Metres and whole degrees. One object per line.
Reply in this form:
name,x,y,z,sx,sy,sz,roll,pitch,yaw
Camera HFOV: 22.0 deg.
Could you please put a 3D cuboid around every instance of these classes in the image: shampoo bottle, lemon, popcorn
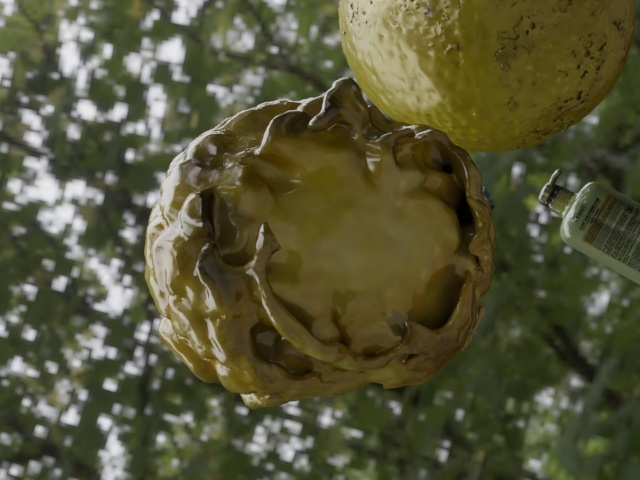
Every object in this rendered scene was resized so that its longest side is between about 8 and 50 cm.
shampoo bottle,0.313,-0.016,1.802,0.079,0.162,0.079,-56,-14,-21
lemon,0.147,-0.210,1.524,0.258,0.310,0.258,-7,-76,-32
popcorn,0.000,0.000,1.142,0.250,0.250,0.190,-55,-2,-38

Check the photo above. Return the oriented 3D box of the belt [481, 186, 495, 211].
belt,0.123,-0.044,1.672,0.065,0.100,0.179,-52,-11,12
